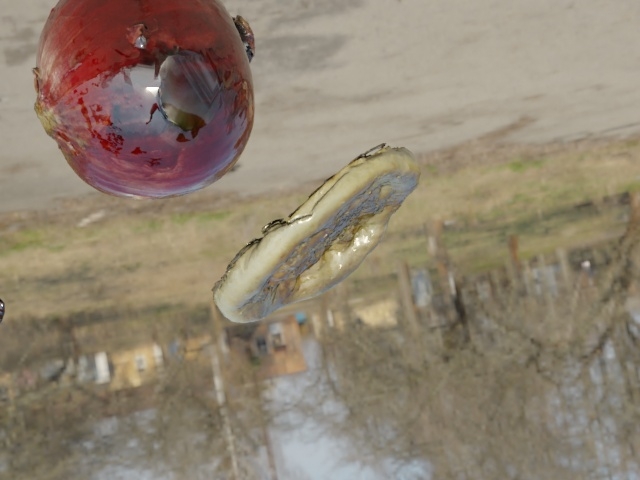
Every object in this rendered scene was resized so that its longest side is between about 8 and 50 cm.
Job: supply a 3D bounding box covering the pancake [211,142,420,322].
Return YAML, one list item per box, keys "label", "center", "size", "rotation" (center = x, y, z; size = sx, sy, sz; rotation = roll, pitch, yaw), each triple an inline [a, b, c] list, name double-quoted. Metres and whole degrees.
- label: "pancake"
  center: [0.000, -0.001, 1.150]
  size: [0.282, 0.049, 0.282]
  rotation: [-36, 163, -13]

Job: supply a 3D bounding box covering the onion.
- label: "onion"
  center: [-0.242, -0.222, 1.421]
  size: [0.341, 0.341, 0.341]
  rotation: [-11, 176, -1]

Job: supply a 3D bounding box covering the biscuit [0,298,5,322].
- label: "biscuit"
  center: [-0.508, 0.161, 1.337]
  size: [0.151, 0.235, 0.063]
  rotation: [16, -163, -10]
